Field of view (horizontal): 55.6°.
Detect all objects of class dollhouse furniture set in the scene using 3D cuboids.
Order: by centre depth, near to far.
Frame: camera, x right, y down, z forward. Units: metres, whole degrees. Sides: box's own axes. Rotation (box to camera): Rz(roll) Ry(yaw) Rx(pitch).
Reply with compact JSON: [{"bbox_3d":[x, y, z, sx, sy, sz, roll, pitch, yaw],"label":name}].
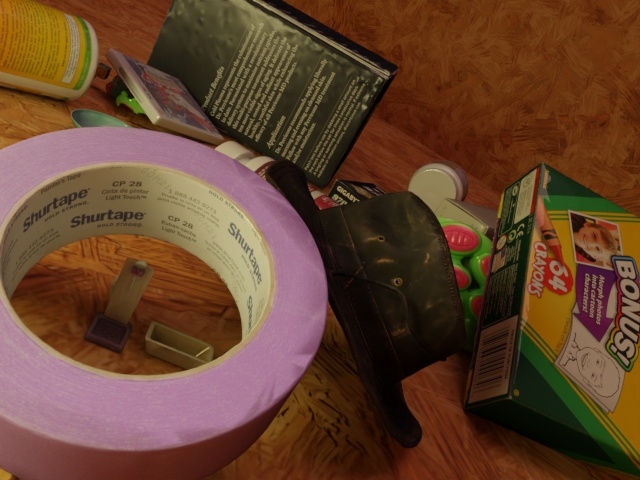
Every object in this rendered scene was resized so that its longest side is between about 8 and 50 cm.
[{"bbox_3d":[-0.142,0.059,0.571,0.114,0.081,0.091,26,20,-13],"label":"dollhouse furniture set"}]

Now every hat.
[{"bbox_3d":[0.075,0.035,0.637,0.331,0.134,0.331,61,8,-14],"label":"hat"}]

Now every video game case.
[{"bbox_3d":[-0.293,-0.270,1.163,0.183,0.023,0.201,53,17,18],"label":"video game case"}]

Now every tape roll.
[{"bbox_3d":[-0.137,0.039,0.455,0.275,0.090,0.274,13,47,-15],"label":"tape roll"}]

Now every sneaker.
[{"bbox_3d":[0.286,0.103,1.013,0.483,0.185,0.202,26,-2,-13],"label":"sneaker"}]

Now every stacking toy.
[{"bbox_3d":[-0.412,-0.304,1.148,0.221,0.052,0.167,28,21,-11],"label":"stacking toy"}]

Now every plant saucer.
[{"bbox_3d":[-0.333,-0.167,0.950,0.119,0.021,0.119,27,20,-11],"label":"plant saucer"}]

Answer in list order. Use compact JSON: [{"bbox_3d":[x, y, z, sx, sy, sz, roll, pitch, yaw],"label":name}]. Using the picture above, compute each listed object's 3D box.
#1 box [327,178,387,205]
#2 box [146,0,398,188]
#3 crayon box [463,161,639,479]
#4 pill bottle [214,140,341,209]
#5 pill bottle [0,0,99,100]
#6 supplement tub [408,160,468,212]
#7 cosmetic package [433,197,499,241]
[{"bbox_3d":[0.143,-0.050,1.303,0.220,0.051,0.175,39,21,26],"label":"box"},{"bbox_3d":[-0.090,-0.404,1.478,0.472,0.297,0.480,31,20,-1],"label":"box"},{"bbox_3d":[0.386,0.117,0.852,0.313,0.106,0.363,25,60,-11],"label":"crayon box"},{"bbox_3d":[-0.068,-0.045,0.880,0.221,0.121,0.121,36,20,15],"label":"pill bottle"},{"bbox_3d":[-0.473,-0.299,0.901,0.136,0.136,0.246,42,22,31],"label":"pill bottle"},{"bbox_3d":[0.316,-0.138,1.633,0.144,0.144,0.200,34,20,11],"label":"supplement tub"},{"bbox_3d":[0.323,0.021,1.228,0.309,0.160,0.113,8,28,-50],"label":"cosmetic package"}]
